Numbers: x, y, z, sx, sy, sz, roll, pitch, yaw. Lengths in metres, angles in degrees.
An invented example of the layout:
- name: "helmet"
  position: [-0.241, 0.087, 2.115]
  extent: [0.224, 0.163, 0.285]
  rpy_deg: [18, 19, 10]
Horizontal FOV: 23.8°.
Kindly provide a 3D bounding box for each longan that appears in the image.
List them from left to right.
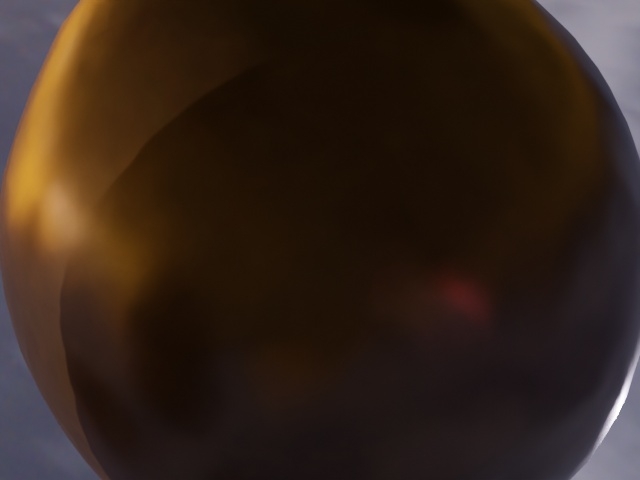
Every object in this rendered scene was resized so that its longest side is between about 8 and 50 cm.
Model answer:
- name: "longan"
  position: [0.001, -0.001, 0.663]
  extent: [0.297, 0.297, 0.297]
  rpy_deg: [2, -148, -1]
